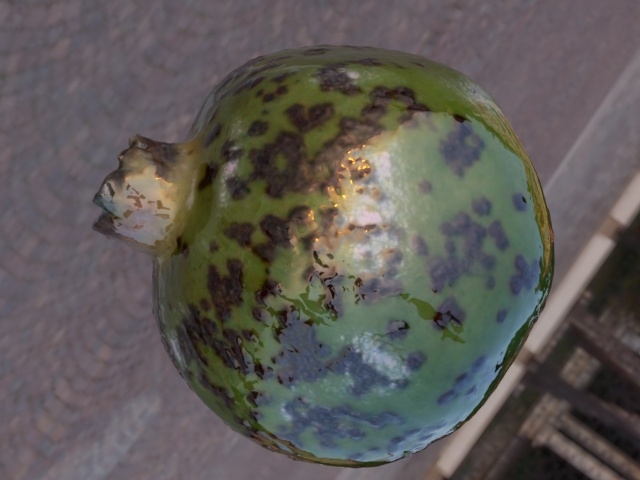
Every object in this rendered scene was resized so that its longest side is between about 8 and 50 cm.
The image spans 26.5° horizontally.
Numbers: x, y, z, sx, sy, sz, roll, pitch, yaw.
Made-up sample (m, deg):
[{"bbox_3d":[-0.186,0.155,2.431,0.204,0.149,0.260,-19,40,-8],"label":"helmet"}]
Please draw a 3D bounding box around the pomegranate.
[{"bbox_3d":[0.000,0.000,0.797,0.254,0.270,0.254,-160,-90,-74],"label":"pomegranate"}]
